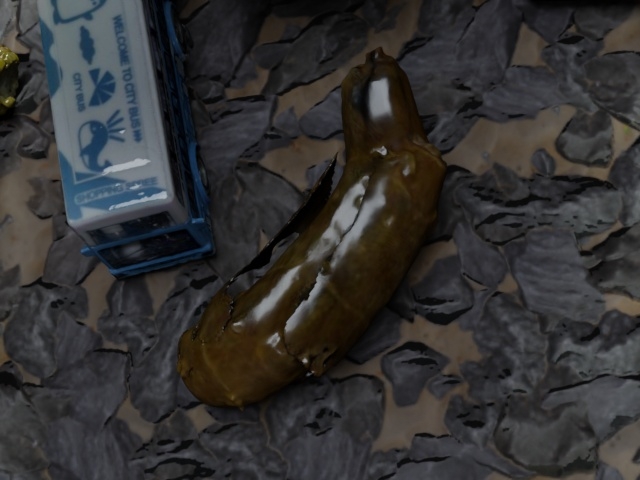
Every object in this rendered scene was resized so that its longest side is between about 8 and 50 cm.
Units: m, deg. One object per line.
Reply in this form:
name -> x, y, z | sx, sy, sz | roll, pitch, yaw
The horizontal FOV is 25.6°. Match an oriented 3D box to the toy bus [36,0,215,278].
toy bus -> -0.165, -0.129, 1.163 | 0.106, 0.131, 0.297 | -14, 70, 8

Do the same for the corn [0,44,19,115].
corn -> -0.373, -0.162, 1.245 | 0.238, 0.080, 0.080 | 13, 76, 16

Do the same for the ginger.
ginger -> 0.006, 0.009, 1.104 | 0.133, 0.107, 0.309 | 33, 82, 42
